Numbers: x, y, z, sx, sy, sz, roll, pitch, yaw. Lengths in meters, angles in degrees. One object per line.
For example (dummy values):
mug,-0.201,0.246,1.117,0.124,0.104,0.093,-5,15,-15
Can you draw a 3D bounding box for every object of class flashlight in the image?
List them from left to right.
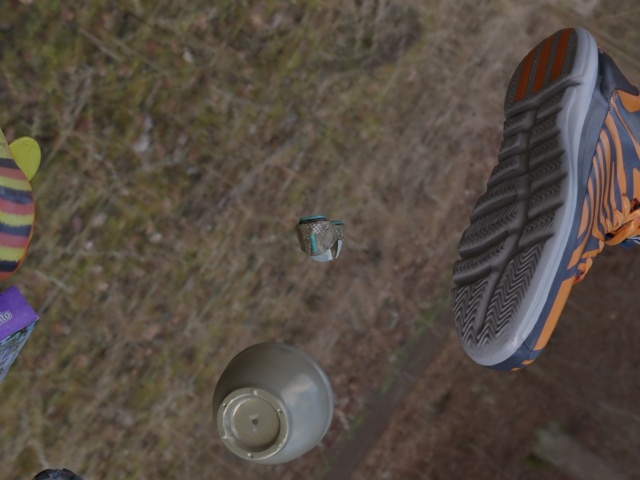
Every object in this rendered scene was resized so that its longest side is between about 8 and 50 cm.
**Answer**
flashlight,-0.417,0.400,1.846,0.103,0.103,0.304,-25,172,-15

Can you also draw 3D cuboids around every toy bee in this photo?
toy bee,-0.361,-0.113,1.128,0.162,0.298,0.195,-48,177,16

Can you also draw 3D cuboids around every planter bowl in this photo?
planter bowl,-0.072,0.223,1.530,0.162,0.162,0.109,-59,173,15

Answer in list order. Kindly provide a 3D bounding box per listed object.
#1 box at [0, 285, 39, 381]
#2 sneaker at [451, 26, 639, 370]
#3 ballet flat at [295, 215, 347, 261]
box,-0.485,0.177,1.506,0.201,0.057,0.293,-35,175,-34
sneaker,0.225,-0.013,0.958,0.124,0.180,0.321,-22,-140,53
ballet flat,0.000,0.000,1.814,0.206,0.073,0.067,2,81,-78
